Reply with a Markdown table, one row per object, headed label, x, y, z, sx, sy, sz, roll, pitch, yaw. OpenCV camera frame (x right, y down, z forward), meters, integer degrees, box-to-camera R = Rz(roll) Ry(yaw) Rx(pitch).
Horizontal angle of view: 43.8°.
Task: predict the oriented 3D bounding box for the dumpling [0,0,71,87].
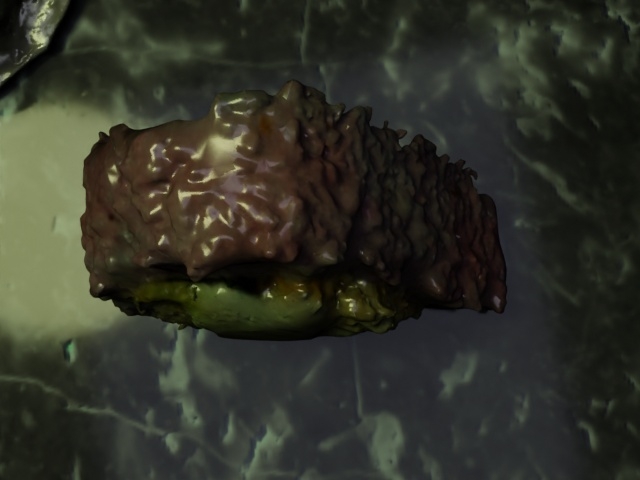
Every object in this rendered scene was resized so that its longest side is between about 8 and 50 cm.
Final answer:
| label | x | y | z | sx | sy | sz | roll | pitch | yaw |
| --- | --- | --- | --- | --- | --- | --- | --- | --- | --- |
| dumpling | -0.231 | -0.155 | 0.480 | 0.150 | 0.092 | 0.177 | 15 | 80 | -10 |

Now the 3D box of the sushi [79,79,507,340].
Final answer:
| label | x | y | z | sx | sy | sz | roll | pitch | yaw |
| --- | --- | --- | --- | --- | --- | --- | --- | --- | --- |
| sushi | -0.017 | 0.002 | 0.438 | 0.161 | 0.241 | 0.108 | -8 | 77 | 39 |
